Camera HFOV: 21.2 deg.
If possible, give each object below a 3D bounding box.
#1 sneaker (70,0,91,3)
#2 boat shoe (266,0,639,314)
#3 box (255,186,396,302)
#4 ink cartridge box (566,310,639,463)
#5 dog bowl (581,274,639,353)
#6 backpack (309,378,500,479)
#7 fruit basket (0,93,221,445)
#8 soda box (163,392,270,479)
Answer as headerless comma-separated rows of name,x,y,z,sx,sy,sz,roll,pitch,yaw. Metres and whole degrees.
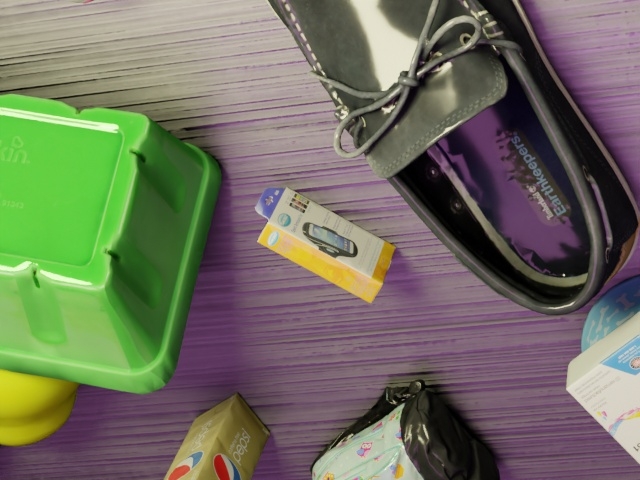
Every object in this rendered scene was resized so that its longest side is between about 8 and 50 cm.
sneaker,-0.277,-0.311,1.500,0.111,0.103,0.252,-29,100,27
boat shoe,0.097,-0.137,1.466,0.187,0.156,0.500,-33,103,25
box,0.000,0.000,1.590,0.136,0.081,0.028,27,118,-1
ink cartridge box,0.293,0.138,1.528,0.122,0.052,0.088,44,115,-11
dog bowl,0.383,0.101,1.562,0.297,0.074,0.166,-14,111,19
backpack,0.065,0.240,1.673,0.182,0.115,0.152,-31,108,26
fruit basket,-0.291,0.027,1.610,0.392,0.283,0.392,11,160,4
soda box,-0.106,0.224,1.662,0.061,0.181,0.058,-33,104,23
